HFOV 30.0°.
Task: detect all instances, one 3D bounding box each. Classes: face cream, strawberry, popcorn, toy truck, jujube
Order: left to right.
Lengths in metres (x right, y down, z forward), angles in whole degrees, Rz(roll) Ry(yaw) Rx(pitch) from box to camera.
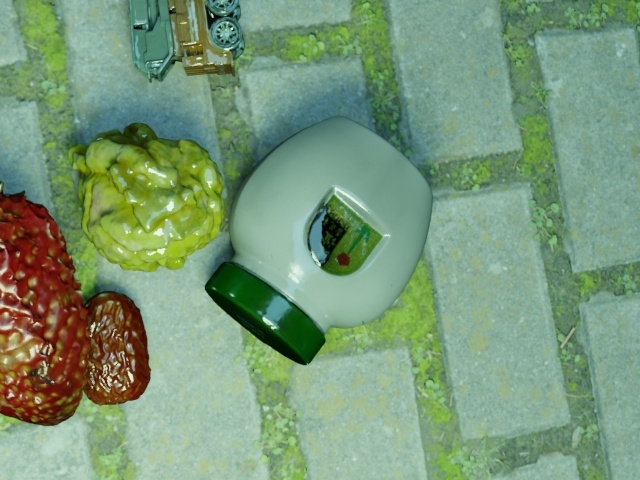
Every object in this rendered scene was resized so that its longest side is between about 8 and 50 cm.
[{"bbox_3d":[-0.453,0.101,1.711,0.292,0.292,0.343,-37,83,-18],"label":"strawberry"},{"bbox_3d":[-0.325,0.167,1.855,0.112,0.109,0.176,7,72,-55],"label":"jujube"},{"bbox_3d":[-0.265,-0.072,1.841,0.259,0.212,0.259,1,89,-26],"label":"popcorn"},{"bbox_3d":[-0.228,-0.431,1.920,0.184,0.133,0.338,-8,90,-3],"label":"toy truck"},{"bbox_3d":[0.000,0.000,1.915,0.312,0.219,0.357,40,78,-14],"label":"face cream"}]
